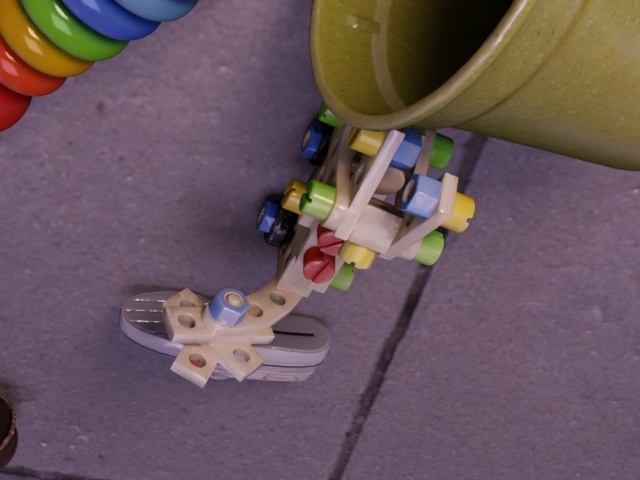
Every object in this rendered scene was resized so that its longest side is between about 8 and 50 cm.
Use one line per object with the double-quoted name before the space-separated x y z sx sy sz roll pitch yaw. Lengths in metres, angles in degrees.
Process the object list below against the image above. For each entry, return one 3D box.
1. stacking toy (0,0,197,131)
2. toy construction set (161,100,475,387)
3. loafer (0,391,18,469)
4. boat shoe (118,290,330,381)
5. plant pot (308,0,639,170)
"stacking toy" -0.199 -0.190 0.812 0.330 0.141 0.141 -28 126 29
"toy construction set" 0.000 0.000 0.908 0.151 0.215 0.328 33 123 -25
"loafer" -0.473 0.141 1.077 0.366 0.133 0.130 31 124 -25
"boat shoe" -0.104 0.116 1.094 0.226 0.083 0.075 12 129 -12
"plant pot" 0.172 -0.173 0.755 0.254 0.276 0.276 18 129 -30
